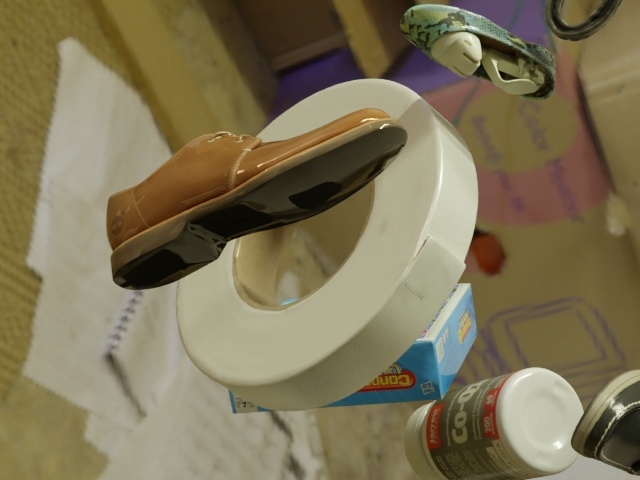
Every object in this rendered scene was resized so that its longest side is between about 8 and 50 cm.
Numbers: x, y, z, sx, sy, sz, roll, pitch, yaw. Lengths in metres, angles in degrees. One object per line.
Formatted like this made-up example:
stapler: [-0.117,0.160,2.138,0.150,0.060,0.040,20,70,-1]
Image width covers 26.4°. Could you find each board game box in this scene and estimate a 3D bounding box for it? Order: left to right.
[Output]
board game box: [0.052,0.152,1.976,0.308,0.302,0.086,-39,121,-69]

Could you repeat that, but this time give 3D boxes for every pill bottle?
pill bottle: [0.259,0.297,2.108,0.161,0.283,0.161,10,70,-29]

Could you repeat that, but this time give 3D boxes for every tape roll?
tape roll: [0.000,0.000,1.505,0.072,0.392,0.392,37,41,-37]

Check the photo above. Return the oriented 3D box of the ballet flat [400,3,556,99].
ballet flat: [0.170,-0.192,1.416,0.188,0.070,0.070,14,55,-23]

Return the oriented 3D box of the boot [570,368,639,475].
boot: [0.529,0.311,1.847,0.284,0.138,0.377,37,12,37]

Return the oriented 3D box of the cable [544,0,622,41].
cable: [0.342,-0.316,1.371,0.139,0.287,0.072,63,10,2]

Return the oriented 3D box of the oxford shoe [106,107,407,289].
oxford shoe: [-0.048,-0.044,0.877,0.076,0.212,0.076,47,23,-62]
